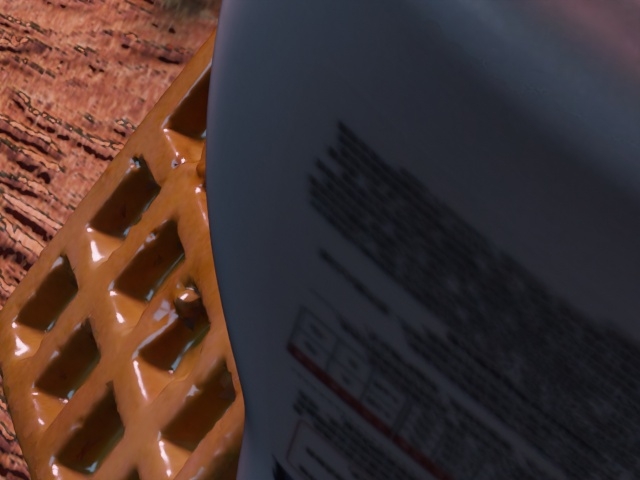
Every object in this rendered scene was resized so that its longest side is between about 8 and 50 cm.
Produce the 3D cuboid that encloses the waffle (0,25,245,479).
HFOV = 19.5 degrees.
[{"bbox_3d":[0.000,0.000,0.757,0.328,0.098,0.224,-51,37,21],"label":"waffle"}]

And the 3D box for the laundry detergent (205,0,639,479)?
[{"bbox_3d":[0.075,0.061,0.491,0.125,0.264,0.398,-51,-10,-31],"label":"laundry detergent"}]
